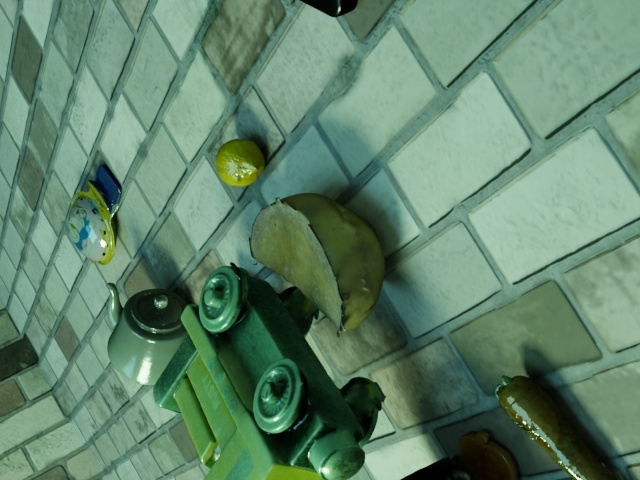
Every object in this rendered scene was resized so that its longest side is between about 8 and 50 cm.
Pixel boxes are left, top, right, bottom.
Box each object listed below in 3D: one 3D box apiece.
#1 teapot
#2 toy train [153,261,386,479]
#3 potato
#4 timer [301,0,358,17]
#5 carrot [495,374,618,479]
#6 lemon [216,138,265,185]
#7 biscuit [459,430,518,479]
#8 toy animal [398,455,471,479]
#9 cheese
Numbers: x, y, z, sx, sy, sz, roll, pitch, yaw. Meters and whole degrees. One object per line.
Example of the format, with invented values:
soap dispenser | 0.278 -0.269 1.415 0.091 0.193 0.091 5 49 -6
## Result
teapot | -0.285 0.156 1.800 0.239 0.162 0.149 27 130 11
toy train | -0.083 0.206 1.310 0.253 0.160 0.397 -57 39 17
potato | 0.000 0.000 1.219 0.243 0.098 0.138 36 139 50
timer | -0.036 -0.322 1.038 0.187 0.055 0.144 36 142 39
carrot | 0.275 0.233 1.025 0.254 0.049 0.049 47 149 18
lemon | -0.106 -0.104 1.338 0.092 0.065 0.065 17 129 60
biscuit | 0.201 0.260 1.197 0.091 0.015 0.078 22 131 50
toy animal | 0.154 0.431 1.184 0.310 0.250 0.251 61 153 18
cheese | -0.434 -0.047 1.939 0.156 0.064 0.250 50 138 20
